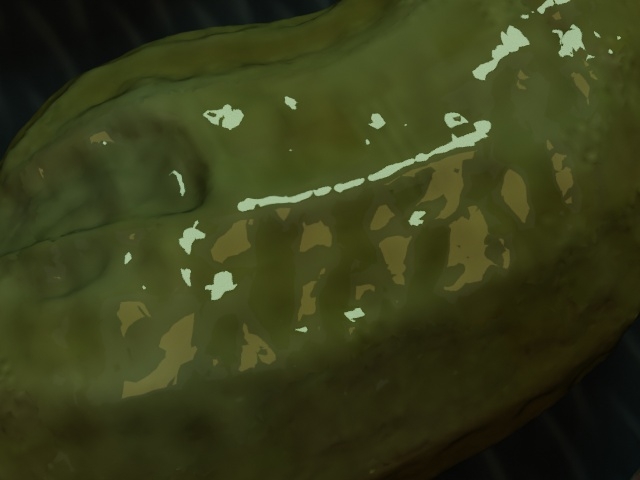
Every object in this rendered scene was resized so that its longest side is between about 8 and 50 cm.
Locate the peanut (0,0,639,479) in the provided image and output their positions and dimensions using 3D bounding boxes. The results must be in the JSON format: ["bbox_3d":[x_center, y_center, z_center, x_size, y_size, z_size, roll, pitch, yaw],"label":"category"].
[{"bbox_3d":[0.003,0.005,0.602,0.340,0.158,0.174,-24,60,-9],"label":"peanut"}]

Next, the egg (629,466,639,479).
[{"bbox_3d":[0.255,0.107,0.614,0.271,0.162,0.206,4,124,27],"label":"egg"}]
